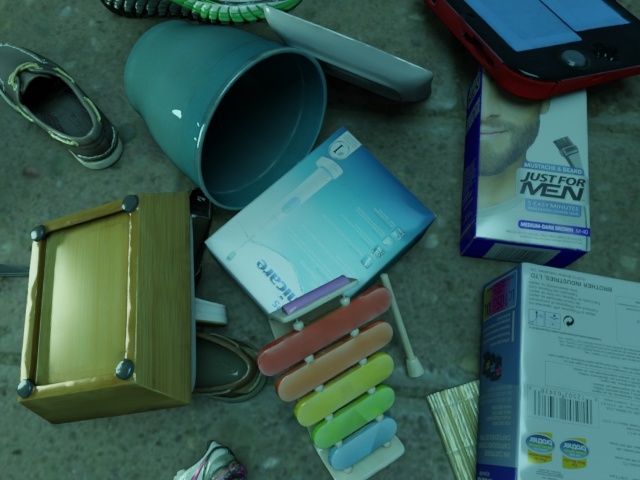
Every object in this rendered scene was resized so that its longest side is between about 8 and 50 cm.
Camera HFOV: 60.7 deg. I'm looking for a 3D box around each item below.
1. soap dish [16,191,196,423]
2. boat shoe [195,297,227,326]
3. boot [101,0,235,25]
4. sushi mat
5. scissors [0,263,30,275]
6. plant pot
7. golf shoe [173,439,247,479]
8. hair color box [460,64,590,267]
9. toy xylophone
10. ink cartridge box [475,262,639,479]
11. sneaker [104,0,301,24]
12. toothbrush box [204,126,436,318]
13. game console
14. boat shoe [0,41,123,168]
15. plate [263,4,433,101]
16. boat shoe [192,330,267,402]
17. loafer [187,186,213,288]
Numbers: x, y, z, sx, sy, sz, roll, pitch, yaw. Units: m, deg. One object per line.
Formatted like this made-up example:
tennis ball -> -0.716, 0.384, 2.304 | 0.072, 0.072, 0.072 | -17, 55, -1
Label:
soap dish -> -0.285, 0.084, 0.735 | 0.229, 0.118, 0.291 | -13, 69, 20
boat shoe -> -0.273, 0.069, 0.871 | 0.277, 0.098, 0.096 | 14, 73, 5
boot -> -0.255, -0.573, 1.064 | 0.348, 0.131, 0.260 | 4, 72, 1
sushi mat -> 0.286, 0.367, 0.826 | 0.151, 0.019, 0.316 | -17, 73, -8
scissors -> -0.601, 0.055, 0.913 | 0.297, 0.021, 0.109 | 17, 70, 3
plant pot -> -0.172, -0.230, 0.899 | 0.255, 0.271, 0.271 | 36, 74, 26
golf shoe -> -0.191, 0.382, 0.795 | 0.086, 0.067, 0.186 | 32, 74, 39
hair color box -> 0.351, -0.135, 0.946 | 0.185, 0.110, 0.339 | 7, 70, 2
toy xylophone -> 0.047, 0.180, 0.778 | 0.236, 0.081, 0.322 | -33, 117, -17
ink cartridge box -> 0.376, 0.254, 0.782 | 0.270, 0.151, 0.395 | 10, 68, -2
sneaker -> -0.190, -0.444, 0.901 | 0.343, 0.146, 0.134 | 4, 33, -7
toothbrush box -> 0.000, 0.000, 0.883 | 0.295, 0.126, 0.216 | -42, 78, -13
game console -> 0.397, -0.414, 0.993 | 0.342, 0.060, 0.386 | -17, 57, -14
boat shoe -> -0.489, -0.259, 0.974 | 0.324, 0.097, 0.116 | 43, 76, 12
plate -> 0.054, -0.298, 0.928 | 0.277, 0.278, 0.045 | 25, 102, 6
boat shoe -> -0.244, 0.174, 0.827 | 0.324, 0.116, 0.123 | 3, 72, 0
loafer -> -0.215, -0.011, 0.861 | 0.080, 0.078, 0.220 | 13, 43, -15
